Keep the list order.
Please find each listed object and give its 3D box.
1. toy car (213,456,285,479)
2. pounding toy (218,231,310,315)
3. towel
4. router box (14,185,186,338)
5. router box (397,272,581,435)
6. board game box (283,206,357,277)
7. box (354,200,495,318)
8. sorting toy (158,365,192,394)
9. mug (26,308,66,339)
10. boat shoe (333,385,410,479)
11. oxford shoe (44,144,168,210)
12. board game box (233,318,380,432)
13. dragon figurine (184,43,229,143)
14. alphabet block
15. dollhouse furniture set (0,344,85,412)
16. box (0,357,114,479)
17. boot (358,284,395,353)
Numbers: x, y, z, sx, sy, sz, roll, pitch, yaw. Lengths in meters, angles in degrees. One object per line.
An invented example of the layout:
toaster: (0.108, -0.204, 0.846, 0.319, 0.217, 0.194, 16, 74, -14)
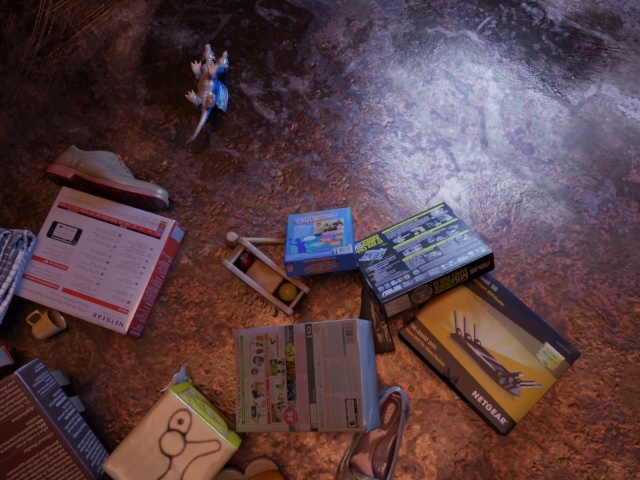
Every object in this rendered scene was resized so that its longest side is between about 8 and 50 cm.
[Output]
toy car: (-0.151, 0.560, 1.152, 0.182, 0.159, 0.136, -18, 108, 1)
pounding toy: (-0.130, 0.045, 1.294, 0.270, 0.154, 0.155, 34, 79, 15)
towel: (-0.845, 0.087, 1.337, 0.235, 0.121, 0.283, 6, 72, 36)
router box: (-0.557, 0.050, 1.380, 0.336, 0.082, 0.301, 17, 75, 12)
router box: (0.364, 0.231, 1.214, 0.243, 0.081, 0.309, -44, 73, -8)
board game box: (0.000, 0.000, 1.286, 0.160, 0.047, 0.210, -7, 32, 5)
box: (0.220, 0.038, 1.245, 0.270, 0.060, 0.216, -25, 39, -5)
sorting toy: (-0.340, 0.333, 1.267, 0.045, 0.075, 0.083, 39, 81, 17)
mug: (-0.682, 0.207, 1.356, 0.064, 0.062, 0.078, -37, 95, 3)
boat shoe: (0.107, 0.462, 1.159, 0.118, 0.103, 0.320, 23, 76, 13)
oxford shoe: (-0.544, -0.174, 1.433, 0.348, 0.123, 0.130, 17, 67, 9)
board game box: (-0.035, 0.293, 1.175, 0.304, 0.097, 0.223, -8, 77, 24)
dragon figurine: (-0.302, -0.399, 1.491, 0.085, 0.144, 0.289, 4, 92, 6)
alphabet block: (-0.298, 0.438, 1.153, 0.192, 0.193, 0.197, 41, 81, 3)
dollhouse furniture set: (-0.727, 0.381, 1.292, 0.262, 0.135, 0.259, -33, 83, -4)
box: (-0.584, 0.462, 1.152, 0.191, 0.143, 0.381, -33, 94, -6)
boot: (0.051, 0.207, 1.272, 0.209, 0.076, 0.189, -17, 69, 8)
